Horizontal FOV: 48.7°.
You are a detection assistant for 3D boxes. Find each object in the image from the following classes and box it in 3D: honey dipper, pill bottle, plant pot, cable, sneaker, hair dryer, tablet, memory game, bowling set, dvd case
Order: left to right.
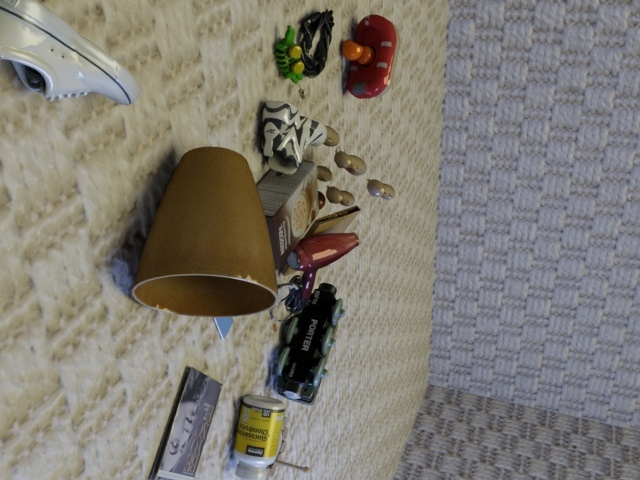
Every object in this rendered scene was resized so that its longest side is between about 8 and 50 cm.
[{"bbox_3d":[-0.329,-0.219,0.892,0.091,0.094,0.258,-61,155,-2],"label":"sneaker"},{"bbox_3d":[-0.265,0.379,1.427,0.164,0.018,0.221,58,45,-63],"label":"dvd case"},{"bbox_3d":[-0.188,-0.021,1.201,0.237,0.237,0.254,53,33,-64],"label":"plant pot"},{"bbox_3d":[-0.207,0.168,1.510,0.083,0.006,0.054,77,29,-45],"label":"tablet"},{"bbox_3d":[-0.148,0.464,1.667,0.103,0.103,0.184,19,80,-70],"label":"pill bottle"},{"bbox_3d":[-0.128,0.552,1.901,0.186,0.012,0.186,9,90,-70],"label":"memory game"},{"bbox_3d":[-0.101,0.547,1.748,0.030,0.161,0.030,8,90,-71],"label":"honey dipper"},{"bbox_3d":[-0.065,-0.211,1.605,0.235,0.094,0.153,23,79,-70],"label":"sneaker"},{"bbox_3d":[-0.033,0.069,1.701,0.293,0.080,0.223,-37,157,2],"label":"hair dryer"},{"bbox_3d":[-0.002,-0.482,1.727,0.184,0.047,0.150,-55,149,-52],"label":"cable"},{"bbox_3d":[0.031,-0.147,1.792,0.200,0.287,0.154,-50,161,12],"label":"bowling set"}]

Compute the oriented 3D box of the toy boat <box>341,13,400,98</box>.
[{"bbox_3d":[0.122,-0.519,1.970,0.151,0.151,0.231,14,84,-42],"label":"toy boat"}]

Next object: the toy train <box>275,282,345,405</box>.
[{"bbox_3d":[-0.027,0.280,1.899,0.190,0.142,0.334,91,16,-59],"label":"toy train"}]

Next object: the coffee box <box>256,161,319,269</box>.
[{"bbox_3d":[-0.092,-0.062,1.586,0.246,0.098,0.141,-57,151,-49],"label":"coffee box"}]

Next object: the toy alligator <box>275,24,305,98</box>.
[{"bbox_3d":[-0.070,-0.388,1.583,0.051,0.056,0.189,-25,138,-15],"label":"toy alligator"}]

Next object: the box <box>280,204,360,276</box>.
[{"bbox_3d":[0.000,0.000,1.769,0.164,0.021,0.201,-21,154,-47],"label":"box"}]
